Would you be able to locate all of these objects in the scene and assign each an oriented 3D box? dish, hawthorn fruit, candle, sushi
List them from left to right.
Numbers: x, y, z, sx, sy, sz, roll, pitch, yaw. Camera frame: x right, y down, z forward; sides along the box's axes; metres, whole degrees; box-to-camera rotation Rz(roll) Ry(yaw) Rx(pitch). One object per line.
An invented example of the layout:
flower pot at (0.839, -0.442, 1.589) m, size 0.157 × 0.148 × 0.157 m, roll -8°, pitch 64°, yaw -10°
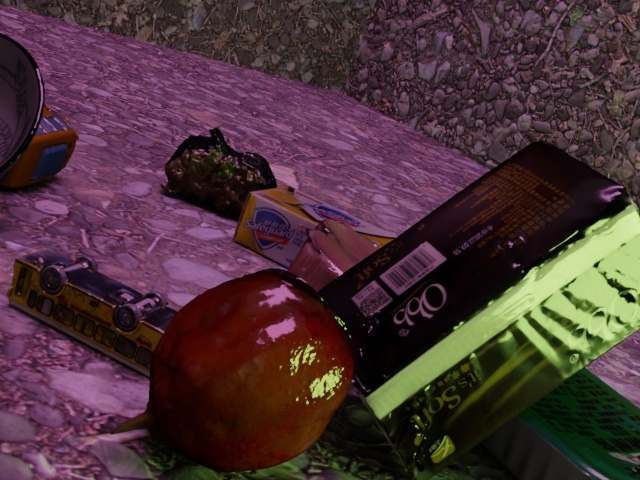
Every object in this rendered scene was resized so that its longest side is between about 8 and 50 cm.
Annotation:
dish at (-0.540, -0.164, 1.244) m, size 0.316 × 0.317 × 0.106 m, roll 24°, pitch -27°, yaw 12°
sushi at (-0.185, -0.130, 1.660) m, size 0.212 × 0.147 × 0.115 m, roll 25°, pitch 15°, yaw 1°
hawthorn fruit at (-0.086, 0.134, 0.849) m, size 0.251 × 0.190 × 0.189 m, roll -22°, pitch 39°, yaw -34°
candle at (0.072, 0.099, 1.264) m, size 0.287 × 0.131 × 0.317 m, roll 32°, pitch 13°, yaw -3°

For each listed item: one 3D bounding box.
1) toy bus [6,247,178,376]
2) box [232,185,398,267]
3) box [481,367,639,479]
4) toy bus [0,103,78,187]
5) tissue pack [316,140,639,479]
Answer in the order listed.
toy bus at (-0.253, 0.080, 1.015) m, size 0.226 × 0.074 × 0.081 m, roll 24°, pitch 17°, yaw 11°
box at (0.000, 0.000, 1.544) m, size 0.265 × 0.097 × 0.168 m, roll 27°, pitch 17°, yaw 21°
box at (0.316, 0.256, 1.078) m, size 0.264 × 0.106 × 0.336 m, roll 9°, pitch 20°, yaw -33°
toy bus at (-0.496, -0.161, 1.429) m, size 0.136 × 0.126 × 0.209 m, roll 30°, pitch 16°, yaw 4°
tissue pack at (0.178, 0.075, 0.997) m, size 0.198 × 0.370 × 0.210 m, roll 59°, pitch -4°, yaw -38°
